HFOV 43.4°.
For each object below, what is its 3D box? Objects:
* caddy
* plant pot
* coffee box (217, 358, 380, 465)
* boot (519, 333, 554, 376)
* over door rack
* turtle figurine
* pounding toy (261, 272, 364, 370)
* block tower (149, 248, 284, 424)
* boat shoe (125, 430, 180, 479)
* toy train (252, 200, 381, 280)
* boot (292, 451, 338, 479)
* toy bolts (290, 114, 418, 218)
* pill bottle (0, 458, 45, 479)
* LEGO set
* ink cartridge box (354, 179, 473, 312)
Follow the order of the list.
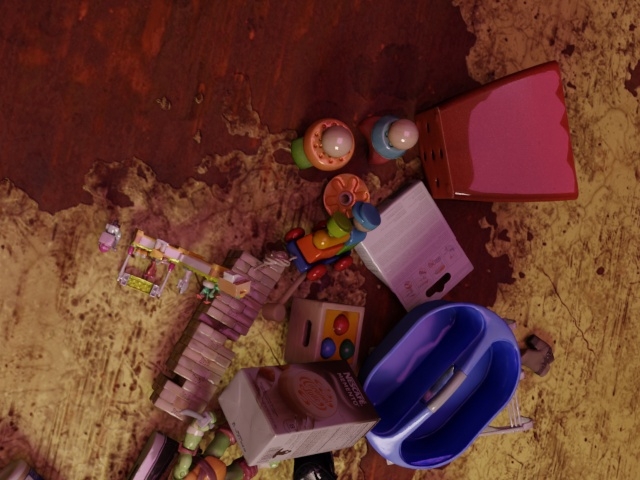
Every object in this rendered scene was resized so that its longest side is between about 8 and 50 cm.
[{"bbox_3d":[0.221,0.269,1.536,0.241,0.179,0.341,42,89,-7],"label":"caddy"},{"bbox_3d":[0.335,-0.193,1.627,0.235,0.267,0.267,-11,95,-9],"label":"plant pot"},{"bbox_3d":[-0.035,0.297,1.417,0.246,0.098,0.141,2,45,-43],"label":"coffee box"},{"bbox_3d":[0.470,0.270,1.788,0.118,0.042,0.087,-42,106,-15],"label":"boot"},{"bbox_3d":[0.266,0.305,1.687,0.324,0.108,0.240,-12,95,-6],"label":"over door rack"},{"bbox_3d":[-0.155,0.395,1.422,0.197,0.266,0.275,38,120,13],"label":"turtle figurine"},{"bbox_3d":[-0.010,0.150,1.533,0.206,0.094,0.181,12,86,-48],"label":"pounding toy"},{"bbox_3d":[-0.197,0.170,1.507,0.097,0.091,0.336,34,78,-18],"label":"block tower"},{"bbox_3d":[-0.325,0.462,1.469,0.070,0.077,0.219,32,78,-17],"label":"boat shoe"},{"bbox_3d":[0.000,0.000,1.497,0.248,0.143,0.105,-16,71,-51],"label":"toy train"},{"bbox_3d":[-0.018,0.385,1.510,0.094,0.207,0.247,-12,96,-1],"label":"boot"},{"bbox_3d":[0.091,-0.156,1.575,0.228,0.158,0.218,-25,99,-19],"label":"toy bolts"},{"bbox_3d":[-0.494,0.479,1.387,0.112,0.112,0.187,-42,105,-15],"label":"pill bottle"},{"bbox_3d":[-0.267,0.065,1.457,0.286,0.132,0.107,24,87,3],"label":"LEGO set"},{"bbox_3d":[0.188,0.020,1.676,0.189,0.066,0.232,-39,112,-16],"label":"ink cartridge box"}]
